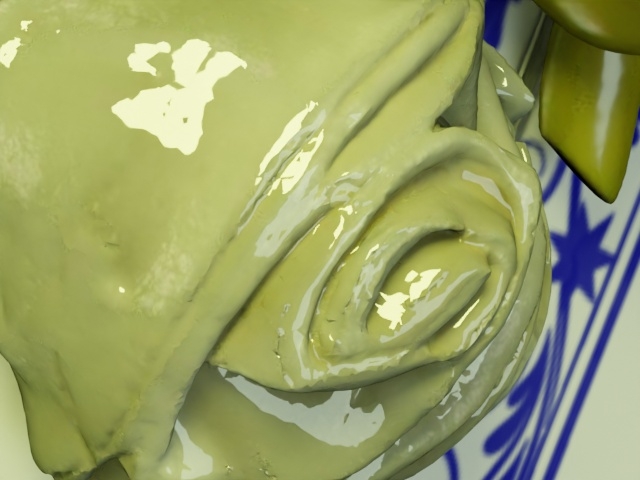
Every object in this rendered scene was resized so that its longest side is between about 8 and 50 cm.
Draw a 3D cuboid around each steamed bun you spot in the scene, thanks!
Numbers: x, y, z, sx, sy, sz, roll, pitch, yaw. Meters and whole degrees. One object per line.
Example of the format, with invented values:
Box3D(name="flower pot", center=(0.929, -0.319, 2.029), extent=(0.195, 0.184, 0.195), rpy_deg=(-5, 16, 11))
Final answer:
Box3D(name="steamed bun", center=(0.002, -0.001, 0.489), extent=(0.211, 0.144, 0.218), rpy_deg=(-25, 120, -32))

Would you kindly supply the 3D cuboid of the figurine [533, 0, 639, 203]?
Box3D(name="figurine", center=(0.110, -0.160, 0.494), extent=(0.327, 0.218, 0.169), rpy_deg=(36, 49, -46))
